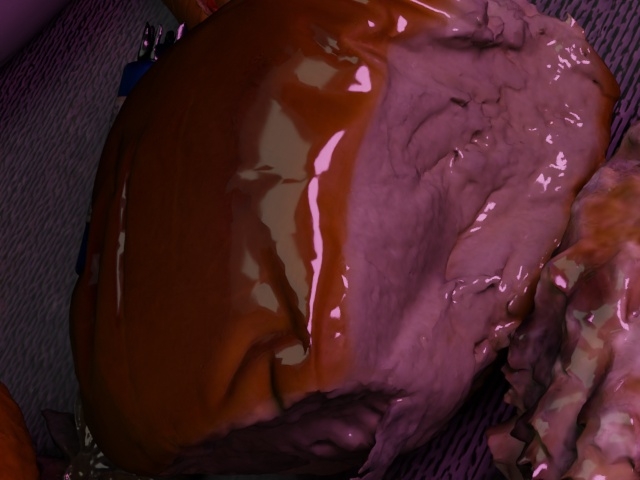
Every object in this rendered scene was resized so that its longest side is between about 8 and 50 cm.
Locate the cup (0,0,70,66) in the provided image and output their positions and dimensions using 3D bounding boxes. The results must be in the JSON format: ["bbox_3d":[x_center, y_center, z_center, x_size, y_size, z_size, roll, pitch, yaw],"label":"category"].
[{"bbox_3d":[-0.278,-0.286,1.558,0.371,0.253,0.253,-46,36,16],"label":"cup"}]

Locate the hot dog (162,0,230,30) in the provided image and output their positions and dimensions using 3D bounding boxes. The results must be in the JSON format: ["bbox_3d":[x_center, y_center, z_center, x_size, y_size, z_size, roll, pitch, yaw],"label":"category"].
[{"bbox_3d":[-0.072,-0.183,1.394,0.092,0.062,0.235,-53,35,8],"label":"hot dog"}]

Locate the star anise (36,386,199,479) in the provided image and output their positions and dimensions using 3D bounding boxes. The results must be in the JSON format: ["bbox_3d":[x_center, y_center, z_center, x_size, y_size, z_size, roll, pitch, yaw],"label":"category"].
[{"bbox_3d":[-0.127,0.154,1.181,0.195,0.065,0.182,-49,40,10],"label":"star anise"}]

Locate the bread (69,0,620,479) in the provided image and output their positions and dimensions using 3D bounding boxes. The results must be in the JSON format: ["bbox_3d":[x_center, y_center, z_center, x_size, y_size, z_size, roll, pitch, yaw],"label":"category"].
[{"bbox_3d":[0.000,0.000,1.018,0.250,0.225,0.279,-16,57,53],"label":"bread"}]

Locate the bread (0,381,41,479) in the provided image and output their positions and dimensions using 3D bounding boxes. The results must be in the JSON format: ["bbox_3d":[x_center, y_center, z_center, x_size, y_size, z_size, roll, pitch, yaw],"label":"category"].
[{"bbox_3d":[-0.329,0.206,1.196,0.358,0.204,0.336,-48,49,26],"label":"bread"}]

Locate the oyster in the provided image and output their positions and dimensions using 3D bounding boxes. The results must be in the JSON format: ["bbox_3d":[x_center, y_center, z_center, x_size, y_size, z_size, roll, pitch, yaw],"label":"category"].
[{"bbox_3d":[0.174,0.039,0.889,0.238,0.115,0.351,1,63,49],"label":"oyster"}]

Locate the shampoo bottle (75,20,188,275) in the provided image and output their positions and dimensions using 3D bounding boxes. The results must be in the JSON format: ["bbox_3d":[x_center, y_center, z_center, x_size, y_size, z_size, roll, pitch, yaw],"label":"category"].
[{"bbox_3d":[-0.118,-0.058,1.314,0.087,0.050,0.183,8,84,59],"label":"shampoo bottle"}]
